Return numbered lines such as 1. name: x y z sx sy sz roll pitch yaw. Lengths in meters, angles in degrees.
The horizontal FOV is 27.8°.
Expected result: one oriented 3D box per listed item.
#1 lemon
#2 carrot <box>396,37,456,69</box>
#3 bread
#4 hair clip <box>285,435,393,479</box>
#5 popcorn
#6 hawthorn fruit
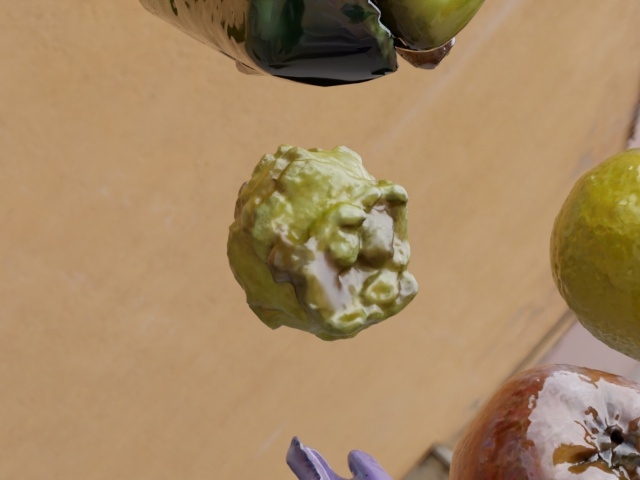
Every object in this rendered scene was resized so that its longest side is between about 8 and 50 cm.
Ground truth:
1. lemon: 0.407 0.025 1.487 0.310 0.253 0.253 30 -4 30
2. carrot: 0.053 -0.219 1.195 0.161 0.055 0.055 37 2 4
3. bread: -0.018 -0.246 0.878 0.376 0.208 0.251 -138 -143 -66
4. hair clip: 0.048 0.177 0.625 0.137 0.090 0.278 20 1 -28
5. popcorn: 0.005 -0.001 1.218 0.197 0.197 0.155 41 -27 -17
6. hawthorn fruit: 0.231 0.250 1.252 0.235 0.263 0.231 19 20 -39
